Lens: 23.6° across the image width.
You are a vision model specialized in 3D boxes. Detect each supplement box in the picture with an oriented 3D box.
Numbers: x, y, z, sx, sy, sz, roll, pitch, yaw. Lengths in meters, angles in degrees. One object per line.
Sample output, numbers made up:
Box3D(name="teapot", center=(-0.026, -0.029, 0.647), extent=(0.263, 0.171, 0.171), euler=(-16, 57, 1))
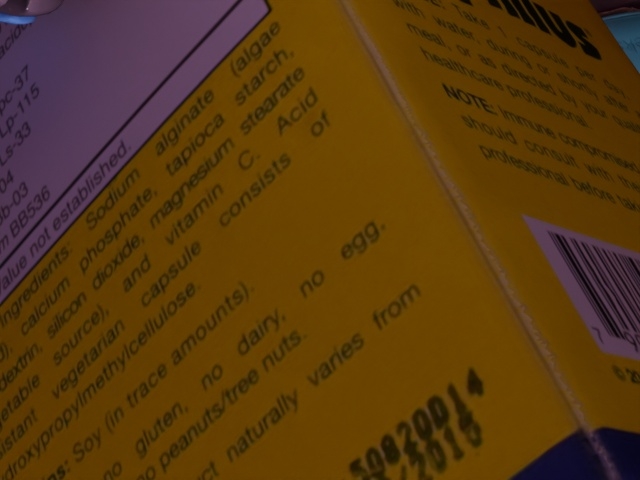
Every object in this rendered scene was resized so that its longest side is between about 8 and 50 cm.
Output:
Box3D(name="supplement box", center=(0.000, 0.000, 0.508), extent=(0.195, 0.357, 0.194), euler=(15, 130, -47))

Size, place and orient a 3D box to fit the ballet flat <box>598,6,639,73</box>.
Box3D(name="ballet flat", center=(0.088, -0.072, 0.745), extent=(0.206, 0.073, 0.067), euler=(-4, 156, -25))

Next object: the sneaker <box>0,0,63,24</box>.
Box3D(name="sneaker", center=(-0.201, -0.173, 0.375), extent=(0.340, 0.125, 0.140), euler=(20, 89, -37))
